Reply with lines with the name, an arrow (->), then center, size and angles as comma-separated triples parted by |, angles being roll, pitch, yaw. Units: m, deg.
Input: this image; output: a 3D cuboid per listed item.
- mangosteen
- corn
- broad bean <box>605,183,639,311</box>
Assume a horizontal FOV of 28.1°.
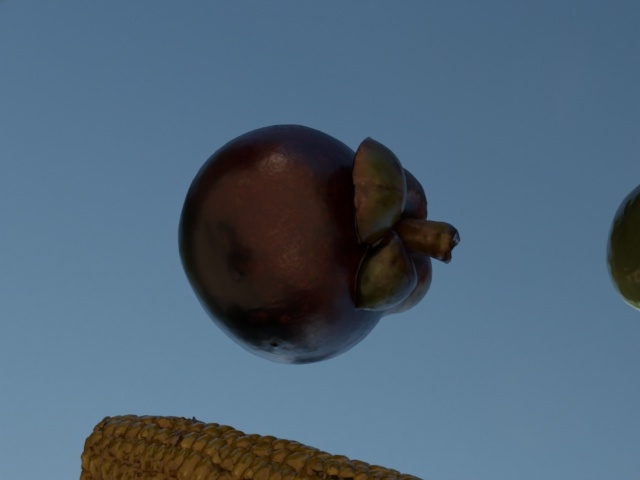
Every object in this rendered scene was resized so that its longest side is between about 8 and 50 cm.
mangosteen -> 0.000, 0.000, 0.906 | 0.199, 0.200, 0.200 | 5, -80, 31
corn -> -0.019, 0.180, 0.809 | 0.317, 0.115, 0.115 | 10, -77, 33
broad bean -> 0.264, 0.019, 0.792 | 0.228, 0.100, 0.169 | -106, -147, -50
